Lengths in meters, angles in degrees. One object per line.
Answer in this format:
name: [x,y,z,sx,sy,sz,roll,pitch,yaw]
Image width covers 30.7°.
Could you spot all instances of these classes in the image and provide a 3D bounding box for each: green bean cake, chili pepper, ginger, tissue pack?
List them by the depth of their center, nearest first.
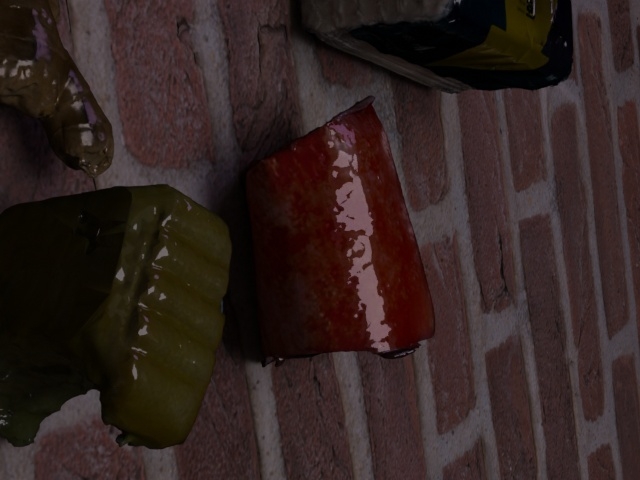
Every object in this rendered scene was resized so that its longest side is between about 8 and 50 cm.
green bean cake: [-0.209,0.068,1.036,0.124,0.236,0.233,36,56,-47]
ginger: [-0.281,-0.215,1.085,0.148,0.081,0.334,-14,90,-51]
chili pepper: [0.000,0.000,1.408,0.251,0.229,0.305,-19,93,-53]
tissue pack: [0.175,-0.367,1.634,0.416,0.253,0.264,11,79,-58]

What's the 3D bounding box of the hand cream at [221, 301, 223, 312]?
hand cream: [-0.172,0.097,1.262,0.175,0.046,0.095,-33,116,-46]
